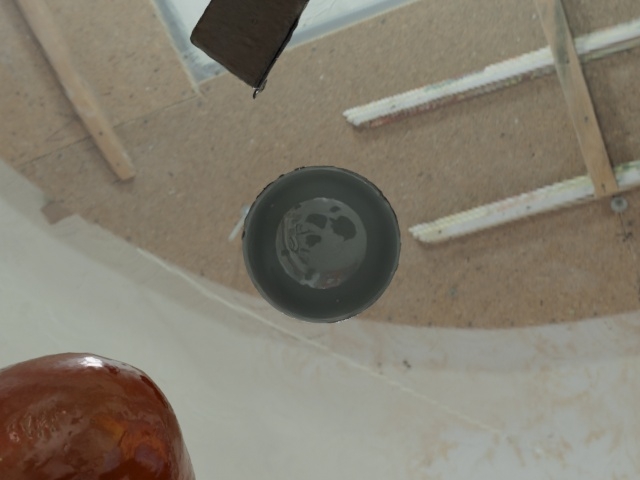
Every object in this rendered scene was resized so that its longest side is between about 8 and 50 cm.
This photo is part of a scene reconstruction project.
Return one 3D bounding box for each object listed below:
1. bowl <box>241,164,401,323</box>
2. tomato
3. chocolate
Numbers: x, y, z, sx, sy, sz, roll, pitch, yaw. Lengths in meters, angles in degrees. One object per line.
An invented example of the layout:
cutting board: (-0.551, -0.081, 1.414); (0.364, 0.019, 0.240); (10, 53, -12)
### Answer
bowl: (0.000, 0.000, 1.127); (0.189, 0.086, 0.189); (0, -84, -1)
tomato: (-0.231, 0.203, 0.761); (0.260, 0.180, 0.259); (-12, -49, -14)
chocolate: (-0.049, -0.344, 1.166); (0.112, 0.112, 0.321); (29, -83, -5)
